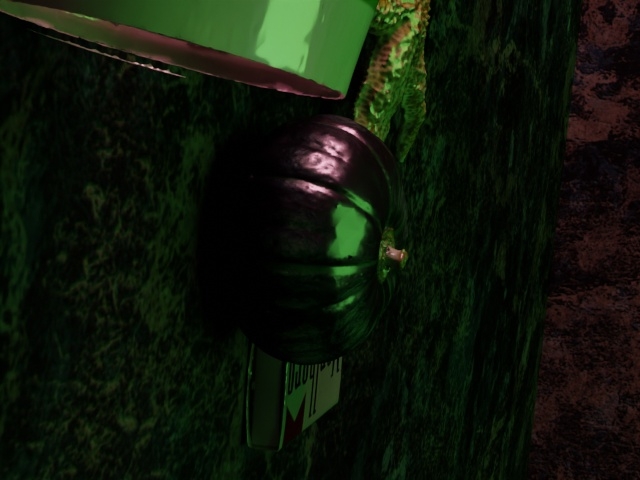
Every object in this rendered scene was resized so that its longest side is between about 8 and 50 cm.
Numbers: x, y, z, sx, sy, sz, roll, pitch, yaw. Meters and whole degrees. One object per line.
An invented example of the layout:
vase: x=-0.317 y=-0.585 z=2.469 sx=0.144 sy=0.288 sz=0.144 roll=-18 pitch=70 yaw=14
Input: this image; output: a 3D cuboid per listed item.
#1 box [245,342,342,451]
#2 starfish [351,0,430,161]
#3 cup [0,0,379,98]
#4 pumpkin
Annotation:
box: x=-0.019 y=0.112 z=1.195 sx=0.177 sy=0.036 sz=0.115 roll=-21 pitch=117 yaw=-71
starfish: x=0.068 y=-0.216 z=1.253 sx=0.358 sy=0.078 sz=0.347 roll=64 pitch=31 yaw=-51
cup: x=-0.042 y=-0.220 z=0.655 sx=0.253 sy=0.253 sz=0.274 roll=4 pitch=100 yaw=-73
pumpkin: x=0.000 y=0.000 z=1.034 sx=0.202 sy=0.140 sz=0.202 roll=9 pitch=90 yaw=-70
